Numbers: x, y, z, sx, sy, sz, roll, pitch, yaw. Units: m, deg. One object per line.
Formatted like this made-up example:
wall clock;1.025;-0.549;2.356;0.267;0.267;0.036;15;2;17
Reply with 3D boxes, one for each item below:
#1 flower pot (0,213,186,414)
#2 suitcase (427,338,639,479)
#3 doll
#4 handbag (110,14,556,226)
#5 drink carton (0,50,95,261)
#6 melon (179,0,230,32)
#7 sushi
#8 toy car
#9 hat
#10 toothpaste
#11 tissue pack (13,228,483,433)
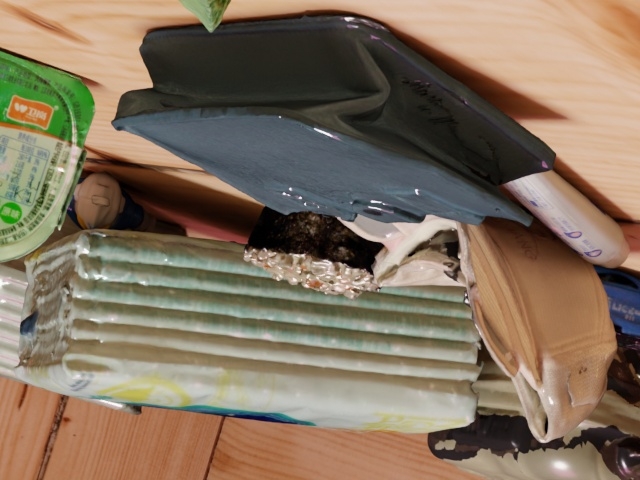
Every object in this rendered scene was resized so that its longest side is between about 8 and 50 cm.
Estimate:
flower pot;-0.260;0.068;1.818;0.189;0.209;0.239;17;171;-1
suitcase;0.305;0.193;1.598;0.351;0.194;0.339;20;169;-26
doll;-0.218;-0.032;1.620;0.114;0.057;0.227;21;174;-1
handbag;0.003;-0.057;0.937;0.179;0.062;0.229;29;166;-35
drink carton;-0.256;-0.065;1.204;0.146;0.144;0.142;19;177;-17
melon;-0.092;-0.164;0.596;0.114;0.053;0.262;33;174;22
sushi;0.000;0.000;1.315;0.090;0.078;0.150;22;171;-30
toy car;0.220;0.054;1.295;0.216;0.063;0.103;11;173;-3
hat;0.112;0.002;1.111;0.219;0.164;0.226;43;151;42
toothpaste;0.141;-0.027;1.027;0.052;0.033;0.218;16;170;36
tissue pack;-0.075;0.089;1.581;0.388;0.162;0.287;8;173;-18
